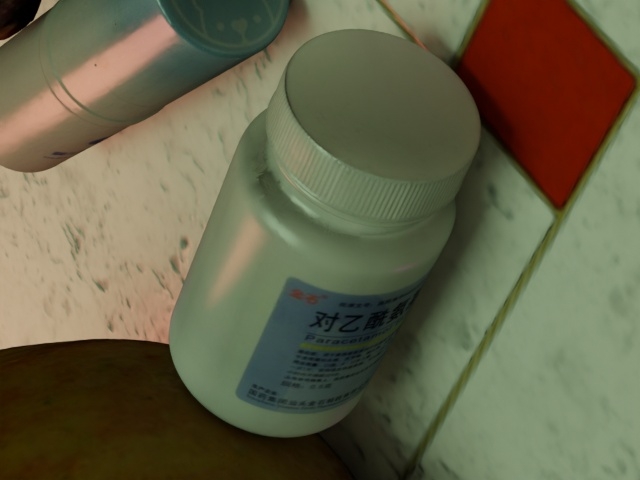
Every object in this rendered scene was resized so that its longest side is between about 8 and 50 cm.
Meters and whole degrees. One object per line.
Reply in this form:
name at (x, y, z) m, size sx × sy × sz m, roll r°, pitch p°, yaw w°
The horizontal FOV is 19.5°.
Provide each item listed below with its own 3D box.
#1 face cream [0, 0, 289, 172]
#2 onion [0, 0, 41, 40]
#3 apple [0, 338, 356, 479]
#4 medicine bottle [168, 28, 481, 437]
face cream at (-0.108, -0.098, 0.972) m, size 0.250 × 0.077 × 0.077 m, roll -21°, pitch 89°, yaw 58°
onion at (-0.251, -0.224, 0.943) m, size 0.207 × 0.206 × 0.216 m, roll 92°, pitch 159°, yaw -48°
apple at (-0.133, 0.251, 0.957) m, size 0.400 × 0.333 × 0.400 m, roll 30°, pitch 131°, yaw 43°
medicine bottle at (0.000, 0.000, 0.846) m, size 0.103 × 0.103 × 0.187 m, roll 53°, pitch 142°, yaw 24°
